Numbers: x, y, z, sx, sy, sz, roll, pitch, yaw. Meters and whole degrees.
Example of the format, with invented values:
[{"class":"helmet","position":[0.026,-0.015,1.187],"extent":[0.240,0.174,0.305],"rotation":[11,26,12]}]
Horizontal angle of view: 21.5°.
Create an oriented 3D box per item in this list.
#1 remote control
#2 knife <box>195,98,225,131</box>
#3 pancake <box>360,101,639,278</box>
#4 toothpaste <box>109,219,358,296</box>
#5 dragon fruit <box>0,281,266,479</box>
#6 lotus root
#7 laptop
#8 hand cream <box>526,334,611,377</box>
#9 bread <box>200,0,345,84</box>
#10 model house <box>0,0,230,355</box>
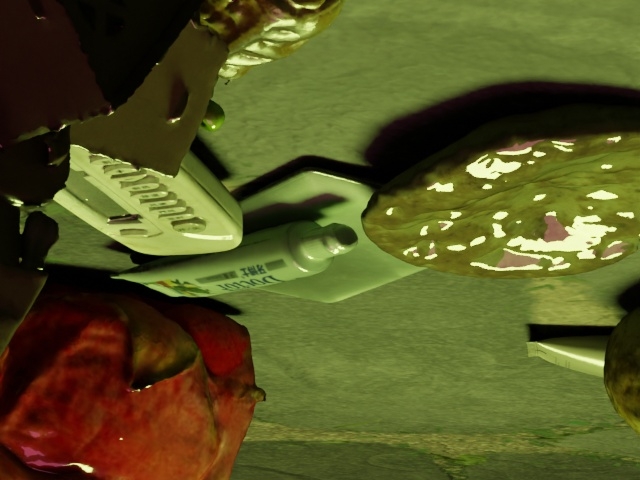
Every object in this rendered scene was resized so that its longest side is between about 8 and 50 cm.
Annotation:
[{"class":"remote control","position":[-0.116,-0.042,1.020],"extent":[0.090,0.049,0.230],"rotation":[-2,164,16]},{"class":"knife","position":[-0.095,-0.084,0.802],"extent":[0.022,0.026,0.184],"rotation":[34,178,-41]},{"class":"pancake","position":[0.137,-0.029,1.049],"extent":[0.222,0.042,0.236],"rotation":[-1,161,-2]},{"class":"toothpaste","position":[-0.059,0.017,1.196],"extent":[0.067,0.037,0.255],"rotation":[17,162,-35]},{"class":"dragon fruit","position":[-0.203,0.185,1.343],"extent":[0.286,0.329,0.228],"rotation":[1,157,6]},{"class":"lotus root","position":[0.292,0.108,1.353],"extent":[0.138,0.138,0.214],"rotation":[6,173,-16]},{"class":"laptop","position":[0.000,0.000,1.212],"extent":[0.187,0.015,0.269],"rotation":[12,161,-30]},{"class":"hand cream","position":[0.276,0.105,1.497],"extent":[0.186,0.054,0.087],"rotation":[5,169,9]},{"class":"bread","position":[-0.031,-0.111,0.765],"extent":[0.066,0.060,0.110],"rotation":[36,148,-20]},{"class":"model house","position":[-0.122,-0.044,0.665],"extent":[0.180,0.248,0.176],"rotation":[-12,160,41]}]
